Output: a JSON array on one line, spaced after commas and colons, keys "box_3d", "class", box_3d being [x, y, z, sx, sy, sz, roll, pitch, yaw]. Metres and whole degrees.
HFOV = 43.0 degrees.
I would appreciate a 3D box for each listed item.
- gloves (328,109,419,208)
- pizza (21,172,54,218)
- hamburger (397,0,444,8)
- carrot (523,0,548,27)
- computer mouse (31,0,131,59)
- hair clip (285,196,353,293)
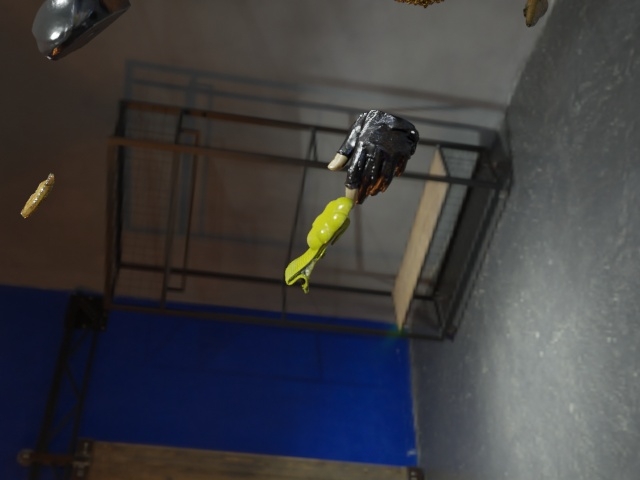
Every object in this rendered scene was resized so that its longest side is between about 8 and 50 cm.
[{"box_3d": [0.095, -0.142, 1.498, 0.181, 0.129, 0.106, -68, 18, -6], "class": "gloves"}, {"box_3d": [-0.414, -0.064, 1.194, 0.083, 0.016, 0.037, -49, 36, 14], "class": "pizza"}, {"box_3d": [0.154, -0.539, 1.388, 0.179, 0.294, 0.276, -47, -35, -28], "class": "hamburger"}, {"box_3d": [0.433, -0.460, 1.644, 0.254, 0.049, 0.049, -55, -22, -60], "class": "carrot"}, {"box_3d": [-0.407, -0.375, 1.349, 0.137, 0.086, 0.270, -35, 16, 12], "class": "computer mouse"}, {"box_3d": [0.000, 0.000, 1.309, 0.173, 0.046, 0.072, -57, 20, 25], "class": "hair clip"}]
